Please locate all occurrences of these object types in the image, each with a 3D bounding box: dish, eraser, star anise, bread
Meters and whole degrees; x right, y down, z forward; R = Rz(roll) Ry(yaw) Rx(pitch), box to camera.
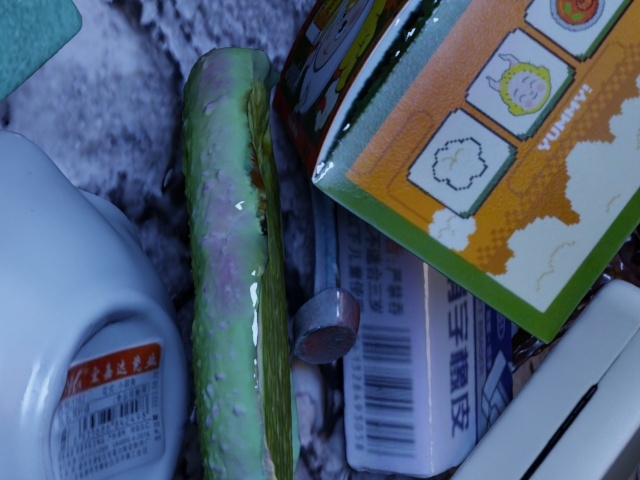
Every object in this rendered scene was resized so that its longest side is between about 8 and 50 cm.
[{"bbox_3d":[-0.110,0.071,0.779,0.229,0.081,0.229,-15,108,-58],"label":"dish"},{"bbox_3d":[0.061,0.019,1.079,0.124,0.068,0.210,-21,112,-58],"label":"eraser"},{"bbox_3d":[0.183,0.035,1.317,0.140,0.144,0.158,11,74,-15],"label":"star anise"},{"bbox_3d":[-0.032,0.059,0.833,0.301,0.045,0.301,-5,90,-89],"label":"bread"}]

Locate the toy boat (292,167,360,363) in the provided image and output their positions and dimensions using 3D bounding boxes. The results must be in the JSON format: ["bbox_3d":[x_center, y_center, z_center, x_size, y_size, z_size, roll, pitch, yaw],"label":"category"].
[{"bbox_3d":[0.000,-0.001,0.998,0.096,0.034,0.122,113,-25,-69],"label":"toy boat"}]

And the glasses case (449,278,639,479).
[{"bbox_3d":[0.112,0.167,1.092,0.313,0.070,0.131,-48,160,-29],"label":"glasses case"}]

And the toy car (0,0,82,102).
[{"bbox_3d":[-0.190,-0.057,0.600,0.320,0.097,0.141,-50,135,-44],"label":"toy car"}]

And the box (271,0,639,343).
[{"bbox_3d":[0.084,-0.083,0.890,0.177,0.148,0.195,-55,-167,9],"label":"box"}]

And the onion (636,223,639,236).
[{"bbox_3d":[0.368,-0.092,1.229,0.347,0.285,0.347,-14,116,-31],"label":"onion"}]
